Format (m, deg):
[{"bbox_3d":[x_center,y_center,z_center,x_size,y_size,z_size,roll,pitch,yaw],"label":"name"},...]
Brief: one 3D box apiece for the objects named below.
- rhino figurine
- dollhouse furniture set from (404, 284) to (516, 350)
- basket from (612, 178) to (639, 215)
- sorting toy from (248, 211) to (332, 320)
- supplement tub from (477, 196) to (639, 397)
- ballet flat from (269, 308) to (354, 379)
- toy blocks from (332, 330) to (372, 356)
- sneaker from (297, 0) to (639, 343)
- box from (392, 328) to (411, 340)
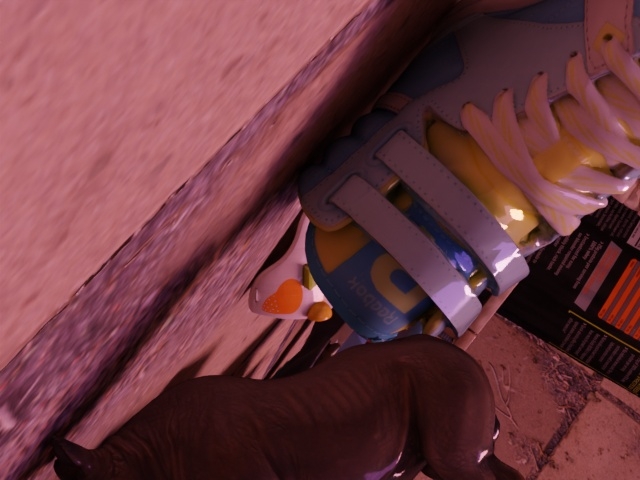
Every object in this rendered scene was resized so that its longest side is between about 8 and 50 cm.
[{"bbox_3d":[-0.027,0.107,0.590,0.243,0.106,0.073,-11,167,-11],"label":"rhino figurine"},{"bbox_3d":[0.074,0.045,1.113,0.129,0.129,0.183,-54,175,10],"label":"dollhouse furniture set"},{"bbox_3d":[0.349,-0.197,1.170,0.331,0.266,0.328,-54,175,27],"label":"basket"},{"bbox_3d":[0.000,0.000,0.790,0.083,0.045,0.075,-44,150,-55],"label":"sorting toy"},{"bbox_3d":[0.307,0.032,1.314,0.207,0.338,0.207,-56,170,-15],"label":"supplement tub"},{"bbox_3d":[0.016,0.106,1.259,0.203,0.074,0.074,-53,174,16],"label":"ballet flat"},{"bbox_3d":[-0.025,0.218,1.053,0.381,0.190,0.261,-58,174,35],"label":"toy blocks"},{"bbox_3d":[0.106,-0.036,0.603,0.208,0.127,0.319,-47,-167,-19],"label":"sneaker"},{"bbox_3d":[0.130,0.085,1.848,0.153,0.108,0.207,-54,174,16],"label":"box"}]
